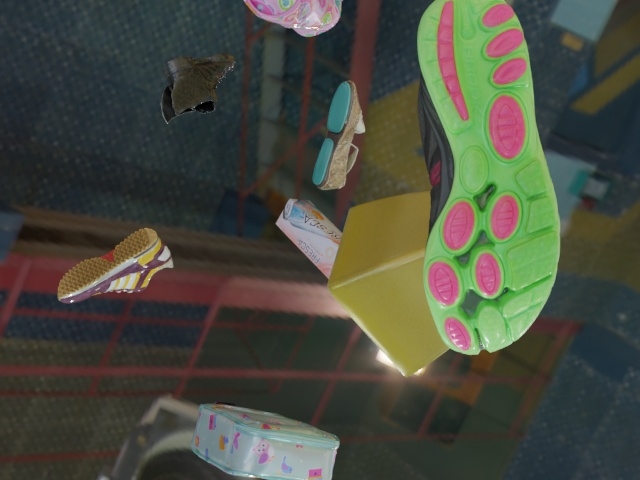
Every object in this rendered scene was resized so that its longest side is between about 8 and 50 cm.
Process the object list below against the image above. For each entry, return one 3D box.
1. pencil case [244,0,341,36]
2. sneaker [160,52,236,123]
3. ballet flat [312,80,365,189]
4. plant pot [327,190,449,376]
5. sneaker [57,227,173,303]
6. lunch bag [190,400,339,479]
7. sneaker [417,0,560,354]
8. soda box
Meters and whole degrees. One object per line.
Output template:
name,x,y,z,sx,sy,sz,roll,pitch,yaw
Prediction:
pencil case,-0.045,-0.440,2.207,0.124,0.124,0.284,28,-170,14
sneaker,-0.175,-0.223,1.792,0.170,0.051,0.089,-14,-100,-52
ballet flat,0.043,-0.191,2.255,0.067,0.206,0.073,10,-165,-30
plant pot,0.163,0.044,1.896,0.212,0.187,0.212,49,-147,-24
sneaker,-0.319,0.060,1.917,0.084,0.185,0.069,60,-178,-39
lunch bag,-0.103,0.377,2.291,0.224,0.108,0.279,11,178,-28
sneaker,0.223,-0.088,1.645,0.185,0.483,0.202,0,-178,7
soda box,0.000,0.000,2.246,0.058,0.063,0.183,3,-146,-49
